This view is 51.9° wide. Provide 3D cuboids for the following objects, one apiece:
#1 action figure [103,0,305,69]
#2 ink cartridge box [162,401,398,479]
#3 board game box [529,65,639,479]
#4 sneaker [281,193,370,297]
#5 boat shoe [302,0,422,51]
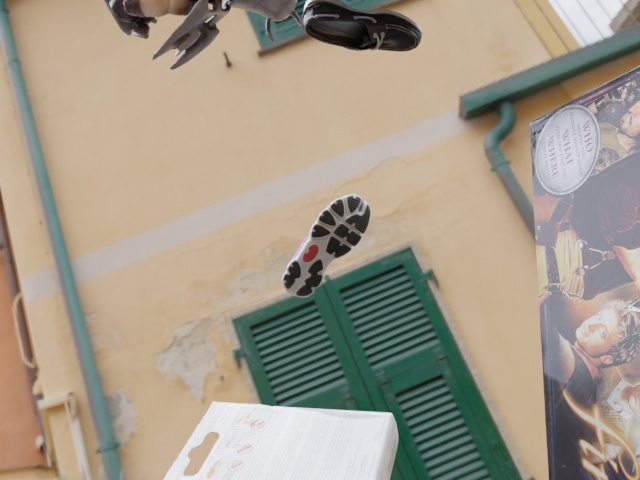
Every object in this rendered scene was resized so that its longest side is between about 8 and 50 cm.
[{"bbox_3d":[-0.113,-0.238,0.416,0.185,0.285,0.099,-46,8,14],"label":"action figure"},{"bbox_3d":[-0.043,0.249,0.694,0.225,0.056,0.181,-3,23,18],"label":"ink cartridge box"},{"bbox_3d":[0.158,0.042,0.255,0.042,0.243,0.165,6,-14,-23],"label":"board game box"},{"bbox_3d":[0.000,0.000,0.927,0.068,0.071,0.170,37,-77,-18],"label":"sneaker"},{"bbox_3d":[0.043,-0.210,0.661,0.125,0.038,0.046,14,-37,-14],"label":"boat shoe"}]
